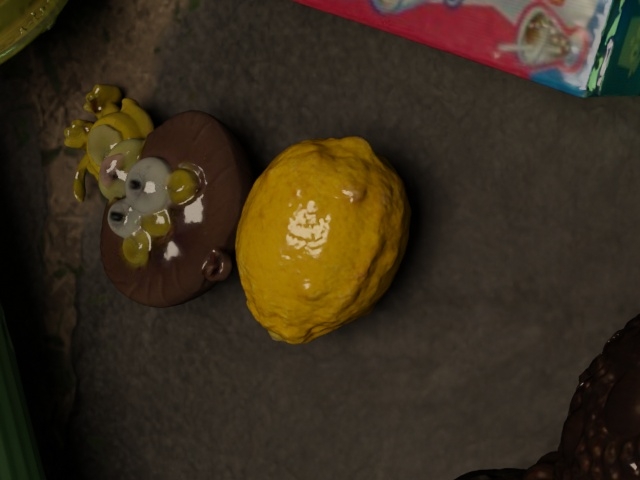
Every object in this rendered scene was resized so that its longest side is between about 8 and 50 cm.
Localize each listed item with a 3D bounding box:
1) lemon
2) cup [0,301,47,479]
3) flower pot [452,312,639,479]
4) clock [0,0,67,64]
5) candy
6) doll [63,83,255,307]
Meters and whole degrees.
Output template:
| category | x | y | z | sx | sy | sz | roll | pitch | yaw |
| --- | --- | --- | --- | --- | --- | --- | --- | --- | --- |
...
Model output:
| category | x | y | z | sx | sy | sz | roll | pitch | yaw |
| --- | --- | --- | --- | --- | --- | --- | --- | --- | --- |
| lemon | 0.000 | 0.000 | 1.296 | 0.114 | 0.114 | 0.155 | 29 | 111 | 24 |
| cup | -0.399 | 0.140 | 1.417 | 0.401 | 0.310 | 0.392 | -15 | 80 | 26 |
| flower pot | 0.212 | 0.178 | 1.119 | 0.267 | 0.267 | 0.266 | -36 | 76 | 36 |
| clock | -0.290 | -0.184 | 1.389 | 0.237 | 0.237 | 0.057 | 1 | 134 | 28 |
| candy | 0.081 | -0.210 | 1.250 | 0.306 | 0.100 | 0.157 | 21 | 103 | 25 |
| doll | -0.126 | -0.030 | 1.376 | 0.188 | 0.096 | 0.145 | 19 | 94 | 36 |
